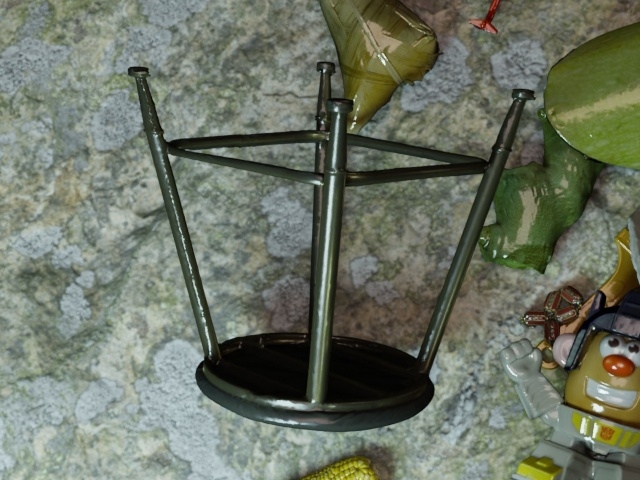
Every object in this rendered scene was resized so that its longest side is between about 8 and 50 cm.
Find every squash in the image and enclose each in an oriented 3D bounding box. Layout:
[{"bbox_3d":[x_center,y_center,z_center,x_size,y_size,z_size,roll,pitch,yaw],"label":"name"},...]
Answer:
[{"bbox_3d":[0.420,-0.205,1.924,0.155,0.204,0.237,-14,67,36],"label":"squash"}]

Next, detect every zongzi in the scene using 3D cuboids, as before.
[{"bbox_3d":[0.045,-0.264,1.978,0.194,0.099,0.197,44,93,11],"label":"zongzi"}]

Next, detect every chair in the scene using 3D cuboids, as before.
[{"bbox_3d":[0.000,0.000,1.761,0.364,0.362,0.410,15,106,42],"label":"chair"}]

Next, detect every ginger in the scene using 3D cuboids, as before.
[{"bbox_3d":[0.308,-0.087,1.925,0.137,0.089,0.290,33,85,18],"label":"ginger"}]

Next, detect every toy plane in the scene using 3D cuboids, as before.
[{"bbox_3d":[0.278,-0.384,1.990,0.126,0.077,0.194,4,88,9],"label":"toy plane"}]

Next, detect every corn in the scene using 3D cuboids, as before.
[{"bbox_3d":[-0.013,0.350,1.881,0.203,0.072,0.072,-24,79,1],"label":"corn"}]

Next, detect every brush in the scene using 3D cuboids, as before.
[{"bbox_3d":[0.394,0.076,1.925,0.272,0.013,0.103,-44,79,-3],"label":"brush"}]

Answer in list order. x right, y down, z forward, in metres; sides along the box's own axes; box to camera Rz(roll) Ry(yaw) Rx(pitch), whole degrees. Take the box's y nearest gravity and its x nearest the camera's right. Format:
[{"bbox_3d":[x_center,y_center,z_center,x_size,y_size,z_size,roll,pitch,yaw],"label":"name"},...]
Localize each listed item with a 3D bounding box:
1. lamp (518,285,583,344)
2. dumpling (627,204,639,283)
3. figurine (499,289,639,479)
[{"bbox_3d":[0.319,0.096,1.911,0.063,0.031,0.083,39,84,28],"label":"lamp"},{"bbox_3d":[0.526,0.008,1.824,0.293,0.163,0.205,-15,79,-33],"label":"dumpling"},{"bbox_3d":[0.376,0.209,1.836,0.308,0.143,0.309,1,87,-11],"label":"figurine"}]
